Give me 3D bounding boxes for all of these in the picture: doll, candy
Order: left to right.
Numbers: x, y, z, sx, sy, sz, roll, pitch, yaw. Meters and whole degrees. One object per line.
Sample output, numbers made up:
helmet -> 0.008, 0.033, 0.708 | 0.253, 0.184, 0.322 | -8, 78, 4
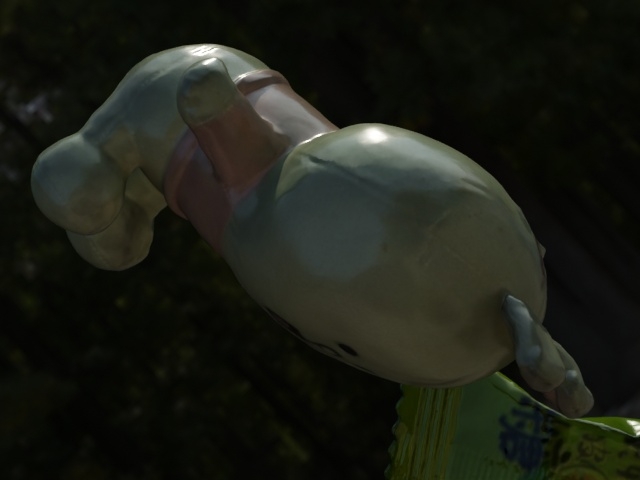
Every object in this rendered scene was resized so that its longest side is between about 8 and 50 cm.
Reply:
doll -> 0.003, -0.012, 0.870 | 0.113, 0.275, 0.155 | -63, -25, -15
candy -> 0.156, 0.154, 1.150 | 0.069, 0.246, 0.149 | 66, -143, -86
